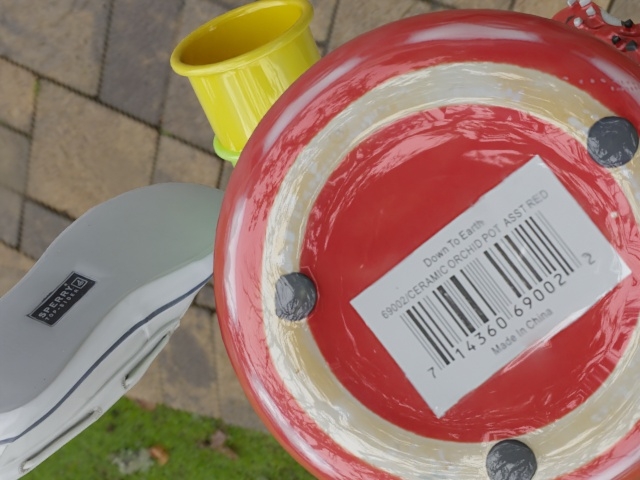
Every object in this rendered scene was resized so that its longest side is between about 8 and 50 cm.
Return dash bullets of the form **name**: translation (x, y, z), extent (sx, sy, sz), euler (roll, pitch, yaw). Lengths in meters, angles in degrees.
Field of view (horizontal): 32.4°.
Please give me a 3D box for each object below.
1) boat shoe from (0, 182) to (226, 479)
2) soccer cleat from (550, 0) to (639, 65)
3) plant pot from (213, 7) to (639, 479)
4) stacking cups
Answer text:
- **boat shoe**: translation (-0.142, 0.056, 0.721), extent (0.096, 0.267, 0.088), euler (20, 131, 16)
- **soccer cleat**: translation (0.134, -0.090, 0.510), extent (0.029, 0.083, 0.035), euler (-47, 121, -3)
- **plant pot**: translation (0.055, 0.004, 0.417), extent (0.191, 0.174, 0.191), euler (0, 91, 9)
- **stacking cups**: translation (0.000, 0.000, 0.747), extent (0.096, 0.096, 0.316), euler (-5, 123, 27)
